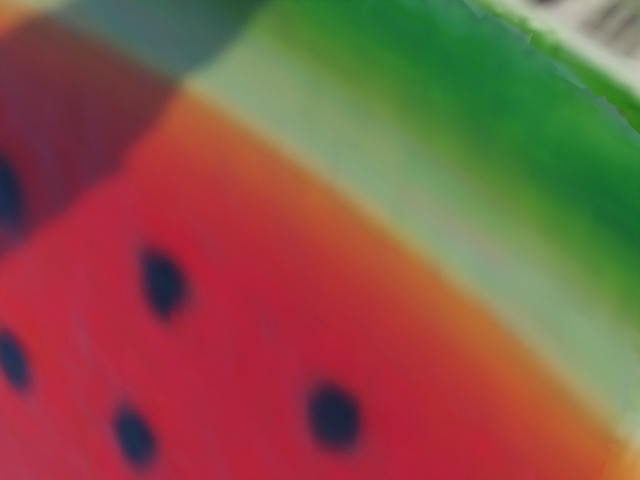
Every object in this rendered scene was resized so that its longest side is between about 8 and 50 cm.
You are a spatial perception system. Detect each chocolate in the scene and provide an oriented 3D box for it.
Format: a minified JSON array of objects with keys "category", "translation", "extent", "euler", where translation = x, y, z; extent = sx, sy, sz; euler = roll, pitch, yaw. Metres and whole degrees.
[{"category":"chocolate","translation":[0.000,0.000,0.536],"extent":[0.360,0.161,0.341],"euler":[32,132,22]}]
